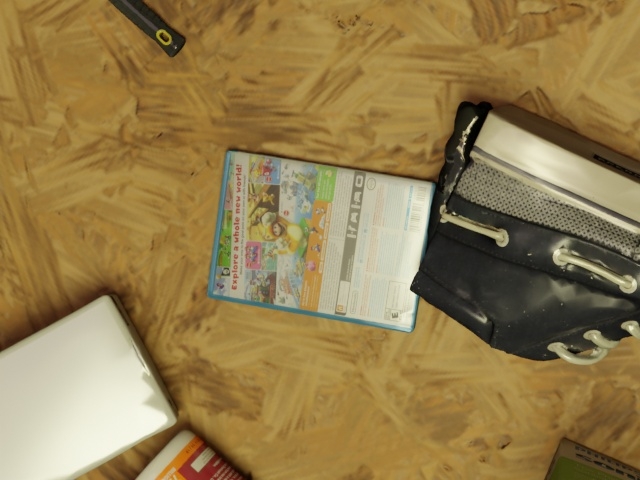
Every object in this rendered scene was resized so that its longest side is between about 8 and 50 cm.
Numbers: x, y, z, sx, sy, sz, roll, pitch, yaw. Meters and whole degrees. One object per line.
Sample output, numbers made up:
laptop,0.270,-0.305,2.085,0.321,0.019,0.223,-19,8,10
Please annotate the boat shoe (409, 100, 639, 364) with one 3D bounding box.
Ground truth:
boat shoe,0.229,0.034,1.092,0.340,0.127,0.158,27,106,14

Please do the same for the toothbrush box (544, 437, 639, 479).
toothbrush box,0.235,0.257,1.022,0.206,0.283,0.122,23,100,6

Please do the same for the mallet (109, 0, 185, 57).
mallet,-0.176,-0.220,1.171,0.189,0.039,0.062,35,98,0

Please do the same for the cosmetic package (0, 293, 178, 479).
cosmetic package,-0.236,0.144,1.170,0.231,0.085,0.117,-27,90,-4

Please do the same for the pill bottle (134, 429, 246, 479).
pill bottle,-0.078,0.227,1.173,0.152,0.086,0.086,41,101,3

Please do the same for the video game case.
video game case,0.000,0.000,1.171,0.166,0.015,0.119,9,98,8
